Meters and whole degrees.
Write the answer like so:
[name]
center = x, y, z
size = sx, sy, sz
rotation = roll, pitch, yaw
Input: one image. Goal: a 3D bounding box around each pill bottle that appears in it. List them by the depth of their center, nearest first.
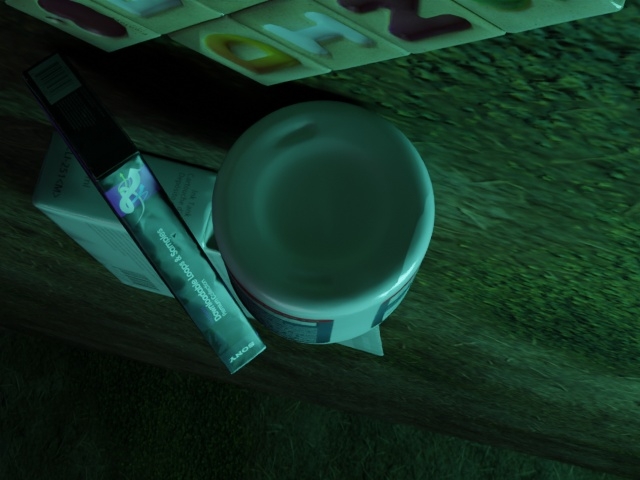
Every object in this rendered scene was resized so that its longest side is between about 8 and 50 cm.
[pill bottle]
center = 0.000, 0.000, 0.699
size = 0.108, 0.107, 0.180
rotation = 16, 169, 2

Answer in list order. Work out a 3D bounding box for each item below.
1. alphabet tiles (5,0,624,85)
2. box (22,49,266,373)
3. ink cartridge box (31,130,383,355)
[alphabet tiles]
center = -0.075, -0.124, 0.444
size = 0.285, 0.011, 0.343
rotation = 23, 168, -31
[box]
center = -0.093, -0.013, 0.696
size = 0.116, 0.029, 0.162
rotation = 48, 169, 45
[ink cartridge box]
center = -0.064, 0.011, 0.979
size = 0.239, 0.060, 0.275
rotation = 14, 168, 7
